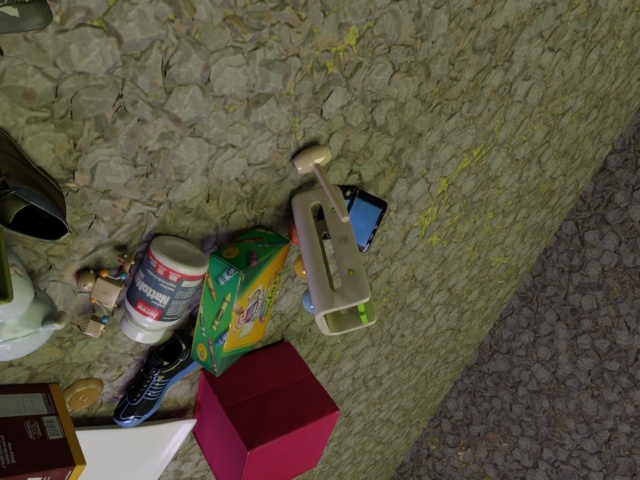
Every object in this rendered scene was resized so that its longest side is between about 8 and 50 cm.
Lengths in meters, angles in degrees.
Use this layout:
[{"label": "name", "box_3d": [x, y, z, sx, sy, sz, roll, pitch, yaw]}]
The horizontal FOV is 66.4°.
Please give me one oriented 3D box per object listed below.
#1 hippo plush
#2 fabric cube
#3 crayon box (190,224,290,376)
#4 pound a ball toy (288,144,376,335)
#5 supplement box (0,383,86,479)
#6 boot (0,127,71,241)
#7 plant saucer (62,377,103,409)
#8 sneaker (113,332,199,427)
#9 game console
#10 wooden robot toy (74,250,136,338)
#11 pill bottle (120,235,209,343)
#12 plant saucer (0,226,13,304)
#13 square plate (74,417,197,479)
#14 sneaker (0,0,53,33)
[{"label": "hippo plush", "box_3d": [-0.464, 0.140, 0.643, 0.236, 0.234, 0.294, -35, 126, -33]}, {"label": "fabric cube", "box_3d": [-0.150, 0.458, 1.245, 0.258, 0.259, 0.254, -12, 133, -36]}, {"label": "crayon box", "box_3d": [-0.167, 0.123, 1.009, 0.165, 0.081, 0.278, -36, 149, -53]}, {"label": "pound a ball toy", "box_3d": [0.000, 0.000, 0.959, 0.136, 0.319, 0.208, -16, 148, 3]}, {"label": "supplement box", "box_3d": [-0.537, 0.356, 0.813, 0.194, 0.191, 0.129, 18, 111, -51]}, {"label": "boot", "box_3d": [-0.400, -0.079, 0.606, 0.082, 0.106, 0.219, -45, 144, -2]}, {"label": "plant saucer", "box_3d": [-0.477, 0.312, 0.981, 0.083, 0.015, 0.083, -26, 140, -25]}, {"label": "sneaker", "box_3d": [-0.356, 0.289, 1.033, 0.232, 0.081, 0.090, -45, 142, -13]}, {"label": "game console", "box_3d": [0.064, -0.044, 1.121, 0.124, 0.085, 0.144, -6, 127, -42]}, {"label": "wooden robot toy", "box_3d": [-0.379, 0.078, 0.834, 0.079, 0.076, 0.173, 24, 109, -16]}, {"label": "pill bottle", "box_3d": [-0.287, 0.092, 0.881, 0.108, 0.108, 0.180, 11, 115, -49]}, {"label": "plant saucer", "box_3d": [-0.473, 0.006, 0.558, 0.188, 0.188, 0.045, 11, 131, -49]}, {"label": "square plate", "box_3d": [-0.511, 0.539, 1.136, 0.347, 0.049, 0.344, 19, 109, -52]}, {"label": "sneaker", "box_3d": [-0.392, -0.260, 0.464, 0.227, 0.087, 0.130, -26, 138, -31]}]
